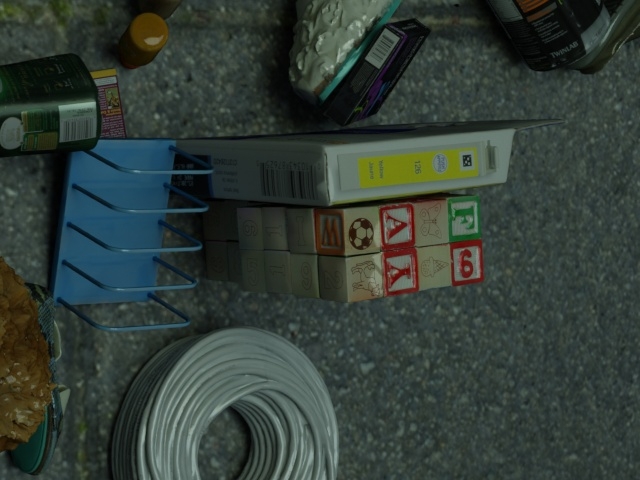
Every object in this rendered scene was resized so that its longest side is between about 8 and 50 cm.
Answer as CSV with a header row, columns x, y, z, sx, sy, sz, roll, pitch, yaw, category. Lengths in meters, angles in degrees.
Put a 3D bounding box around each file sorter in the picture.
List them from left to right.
x,y,z,sx,sy,sz,roll,pitch,yaw,category
-0.181,-0.006,1.802,0.118,0.104,0.170,-2,108,-38,file sorter

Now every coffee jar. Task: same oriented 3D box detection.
x,y,z,sx,sy,sz,roll,pitch,yaw,category
-0.304,-0.119,1.720,0.184,0.096,0.079,-9,131,-22,coffee jar

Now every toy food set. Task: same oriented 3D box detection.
x,y,z,sx,sy,sz,roll,pitch,yaw,category
-0.199,-0.293,1.840,0.111,0.104,0.232,-29,89,-20,toy food set

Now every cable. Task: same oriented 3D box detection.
x,y,z,sx,sy,sz,roll,pitch,yaw,category
-0.093,0.217,1.908,0.257,0.089,0.257,12,82,-36,cable

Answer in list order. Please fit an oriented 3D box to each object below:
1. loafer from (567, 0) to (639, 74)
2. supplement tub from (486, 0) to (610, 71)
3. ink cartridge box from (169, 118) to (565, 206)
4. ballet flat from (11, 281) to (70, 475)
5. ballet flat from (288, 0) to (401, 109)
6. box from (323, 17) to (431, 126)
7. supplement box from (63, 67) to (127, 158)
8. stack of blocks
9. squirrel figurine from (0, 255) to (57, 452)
x,y,z,sx,sy,sz,roll,pitch,yaw,category
0.387,-0.284,2.265,0.087,0.094,0.251,50,62,-21,loafer
0.247,-0.301,2.144,0.117,0.117,0.190,-48,117,-27,supplement tub
0.036,-0.081,1.869,0.307,0.303,0.072,-5,95,-36,ink cartridge box
-0.272,0.131,1.789,0.070,0.070,0.188,-10,100,-37,ballet flat
0.059,-0.312,2.016,0.409,0.147,0.147,-51,118,-29,ballet flat
0.063,-0.181,1.971,0.029,0.162,0.116,36,106,5,box
-0.229,-0.126,1.829,0.055,0.043,0.083,-12,97,-36,supplement box
0.000,0.000,1.845,0.171,0.297,0.087,-8,97,-36,stack of blocks
-0.352,0.190,1.601,0.370,0.281,0.397,43,71,-37,squirrel figurine
